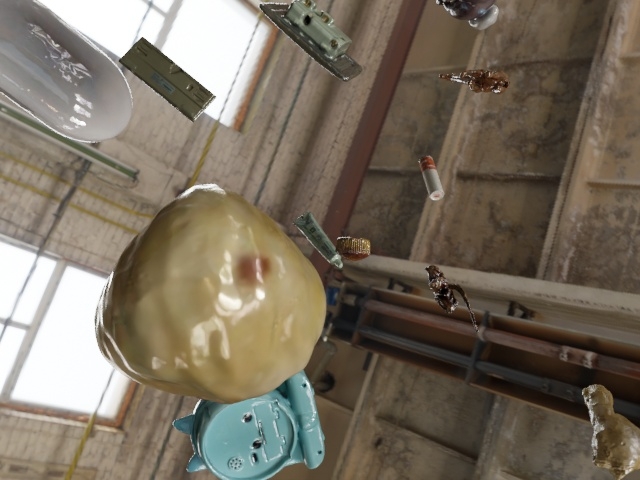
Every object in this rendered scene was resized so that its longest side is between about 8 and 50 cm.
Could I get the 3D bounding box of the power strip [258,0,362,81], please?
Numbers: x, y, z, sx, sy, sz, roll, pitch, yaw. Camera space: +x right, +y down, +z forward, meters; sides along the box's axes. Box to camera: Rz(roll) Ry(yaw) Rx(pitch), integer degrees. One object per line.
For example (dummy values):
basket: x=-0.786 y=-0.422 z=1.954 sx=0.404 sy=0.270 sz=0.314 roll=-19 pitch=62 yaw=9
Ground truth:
power strip: x=-0.001 y=-0.483 z=1.354 sx=0.092 sy=0.257 sz=0.251 roll=-50 pitch=-175 yaw=17

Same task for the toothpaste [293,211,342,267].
toothpaste: x=0.000 y=0.000 z=1.706 sx=0.064 sy=0.041 sz=0.218 roll=-35 pitch=-121 yaw=-7

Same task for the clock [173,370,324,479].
clock: x=-0.137 y=0.368 z=1.128 sx=0.274 sy=0.224 sz=0.094 roll=-17 pitch=-165 yaw=-12

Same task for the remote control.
remote control: x=-0.488 y=-0.314 z=1.044 sx=0.103 sy=0.332 sz=0.221 roll=-28 pitch=-145 yaw=33

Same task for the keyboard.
keyboard: x=-0.202 y=-0.214 z=0.770 sx=0.049 sy=0.129 sz=0.015 roll=-51 pitch=180 yaw=-8

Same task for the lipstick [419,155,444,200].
lipstick: x=0.290 y=-0.165 z=1.523 sx=0.038 sy=0.038 sz=0.131 roll=-32 pitch=-135 yaw=28

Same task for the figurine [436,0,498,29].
figurine: x=0.363 y=-0.755 z=1.637 sx=0.206 sy=0.364 sz=0.218 roll=59 pitch=-44 yaw=35

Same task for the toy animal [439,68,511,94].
toy animal: x=0.432 y=-0.458 z=1.659 sx=0.224 sy=0.229 sz=0.066 roll=13 pitch=-72 yaw=21

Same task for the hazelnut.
hazelnut: x=-0.128 y=0.053 z=0.657 sx=0.261 sy=0.261 sz=0.241 roll=-20 pitch=-127 yaw=36

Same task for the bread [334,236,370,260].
bread: x=0.076 y=0.022 z=1.383 sx=0.085 sy=0.085 sz=0.053 roll=-1 pitch=-99 yaw=44

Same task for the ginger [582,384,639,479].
ginger: x=0.498 y=0.316 z=0.974 sx=0.096 sy=0.067 sz=0.165 roll=10 pitch=-134 yaw=4

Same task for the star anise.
star anise: x=0.310 y=0.140 z=1.378 sx=0.070 sy=0.097 sz=0.191 roll=-30 pitch=-95 yaw=0
